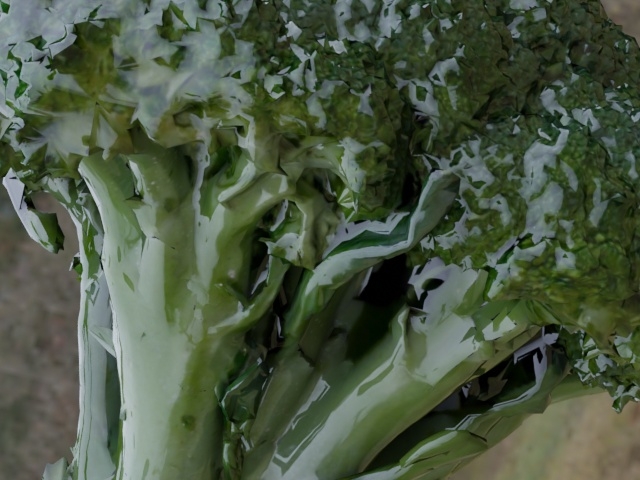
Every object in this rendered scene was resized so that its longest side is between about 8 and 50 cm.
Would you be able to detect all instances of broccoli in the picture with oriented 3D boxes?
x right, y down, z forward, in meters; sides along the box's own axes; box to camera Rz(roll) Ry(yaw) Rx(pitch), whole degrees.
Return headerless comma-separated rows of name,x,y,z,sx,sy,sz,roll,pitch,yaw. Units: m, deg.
broccoli,0.000,0.000,0.677,0.304,0.321,0.283,21,-90,-84
